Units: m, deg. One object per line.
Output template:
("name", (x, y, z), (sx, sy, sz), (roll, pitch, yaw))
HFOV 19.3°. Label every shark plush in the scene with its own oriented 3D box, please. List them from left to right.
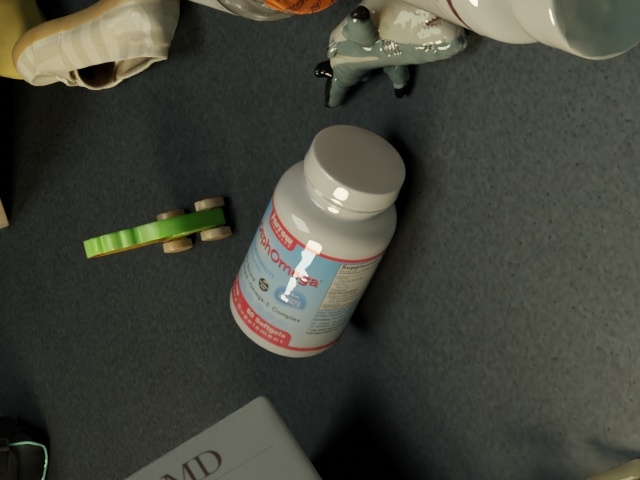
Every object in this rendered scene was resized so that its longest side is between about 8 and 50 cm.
("shark plush", (0.034, -0.118, 1.245), (0.067, 0.073, 0.161), (44, 137, -5))

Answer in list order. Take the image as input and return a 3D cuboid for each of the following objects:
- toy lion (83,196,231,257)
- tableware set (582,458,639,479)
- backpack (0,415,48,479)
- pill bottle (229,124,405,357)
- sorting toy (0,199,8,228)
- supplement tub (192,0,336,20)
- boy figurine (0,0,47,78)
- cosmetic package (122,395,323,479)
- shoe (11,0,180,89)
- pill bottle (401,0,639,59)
("toy lion", (-0.133, -0.005, 1.474), (0.100, 0.096, 0.034), (-15, 88, 55))
("tableware set", (0.135, 0.222, 1.162), (0.194, 0.039, 0.128), (-23, 59, 28))
("backpack", (-0.356, 0.268, 1.813), (0.144, 0.166, 0.188), (16, 109, 54))
("pill bottle", (0.000, 0.000, 1.295), (0.087, 0.087, 0.160), (55, 139, 30))
("sorting toy", (-0.378, -0.151, 1.692), (0.255, 0.089, 0.257), (96, 151, -70))
("supplement tub", (-0.062, -0.216, 1.292), (0.190, 0.117, 0.117), (23, 118, 49))
("boy figurine", (-0.304, -0.274, 1.643), (0.177, 0.092, 0.285), (-17, 83, 52))
("cosmetic package", (-0.008, 0.357, 1.257), (0.453, 0.230, 0.161), (54, 170, 30))
("shoe", (-0.184, -0.151, 1.519), (0.219, 0.076, 0.058), (-16, 82, 53))
("pill bottle", (0.094, -0.182, 1.077), (0.221, 0.121, 0.121), (30, 124, 47))
